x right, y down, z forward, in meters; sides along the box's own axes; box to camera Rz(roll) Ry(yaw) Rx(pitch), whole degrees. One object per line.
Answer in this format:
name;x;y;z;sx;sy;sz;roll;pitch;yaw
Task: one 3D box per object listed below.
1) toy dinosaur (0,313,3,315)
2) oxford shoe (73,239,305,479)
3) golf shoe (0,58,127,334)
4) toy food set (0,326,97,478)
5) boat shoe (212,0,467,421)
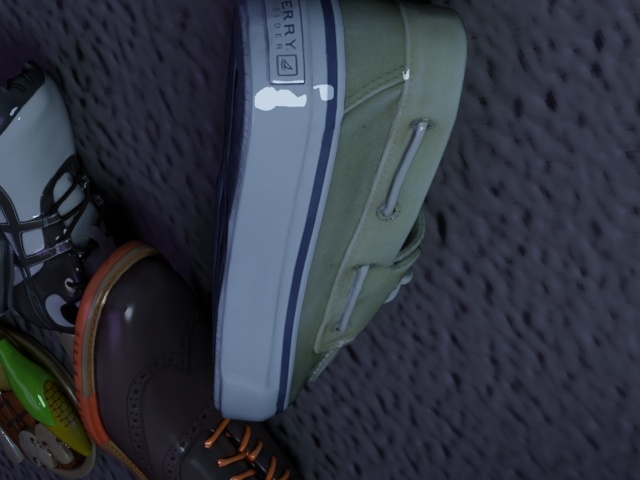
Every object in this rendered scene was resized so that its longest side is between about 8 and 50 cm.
toy dinosaur;-0.320;-0.020;1.106;0.295;0.127;0.200;-1;113;63
oxford shoe;-0.055;0.110;0.951;0.098;0.097;0.271;17;143;33
golf shoe;-0.144;-0.018;0.955;0.094;0.077;0.198;28;147;13
toy food set;-0.202;0.109;1.151;0.192;0.038;0.132;-14;110;52
boat shoe;0.000;0.000;0.779;0.094;0.109;0.302;1;151;-6
